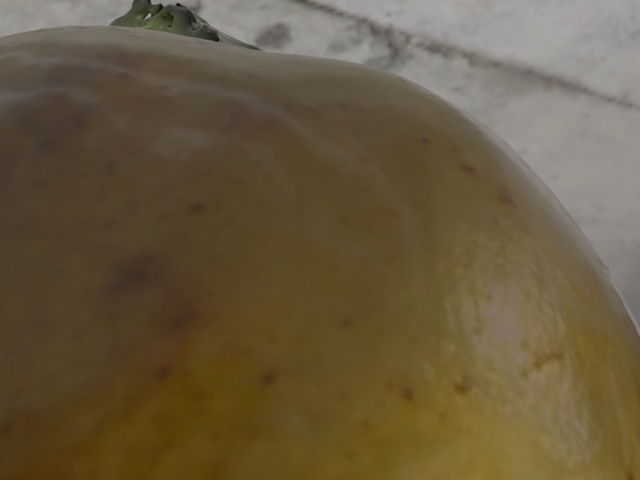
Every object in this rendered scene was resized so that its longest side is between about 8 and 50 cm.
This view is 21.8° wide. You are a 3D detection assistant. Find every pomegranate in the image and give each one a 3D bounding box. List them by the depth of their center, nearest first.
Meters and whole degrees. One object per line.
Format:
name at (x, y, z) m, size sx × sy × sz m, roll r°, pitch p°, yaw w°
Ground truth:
pomegranate at (-0.041, 0.077, 0.474) m, size 0.307 × 0.307 × 0.307 m, roll -9°, pitch 162°, yaw -3°

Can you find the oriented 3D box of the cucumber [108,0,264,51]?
cucumber at (0.002, 0.001, 0.892) m, size 0.105 × 0.145 × 0.325 m, roll -33°, pitch 145°, yaw 14°
